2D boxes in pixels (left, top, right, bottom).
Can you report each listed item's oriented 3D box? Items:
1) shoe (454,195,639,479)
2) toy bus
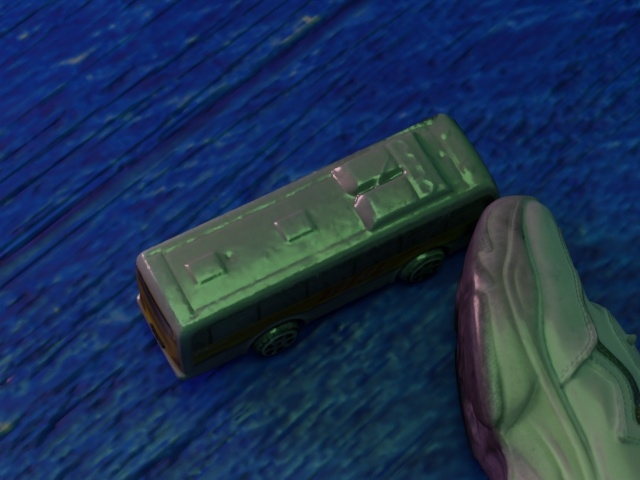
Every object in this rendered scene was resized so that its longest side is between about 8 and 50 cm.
[{"bbox_3d":[0.137,0.089,0.699,0.138,0.095,0.245,-3,66,-6],"label":"shoe"},{"bbox_3d":[0.000,0.000,0.750,0.190,0.075,0.064,-26,65,-12],"label":"toy bus"}]
